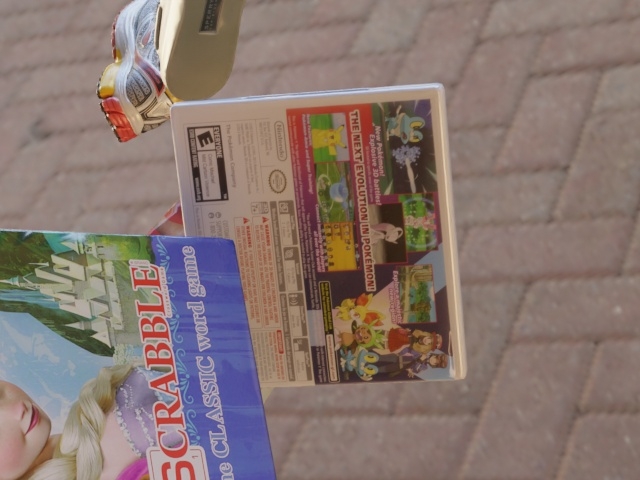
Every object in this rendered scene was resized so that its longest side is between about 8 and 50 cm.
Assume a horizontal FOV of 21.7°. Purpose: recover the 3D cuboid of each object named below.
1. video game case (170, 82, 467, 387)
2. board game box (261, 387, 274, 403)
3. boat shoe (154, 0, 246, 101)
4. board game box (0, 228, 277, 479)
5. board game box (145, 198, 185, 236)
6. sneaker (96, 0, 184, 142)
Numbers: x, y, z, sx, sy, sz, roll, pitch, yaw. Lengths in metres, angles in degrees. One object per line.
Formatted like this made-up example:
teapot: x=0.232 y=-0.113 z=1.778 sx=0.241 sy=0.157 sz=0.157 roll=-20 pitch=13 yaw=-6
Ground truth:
video game case: x=0.000 y=0.000 z=1.118 sx=0.183 sy=0.201 sz=0.023 roll=-3 pitch=13 yaw=11
board game box: x=-0.201 y=0.194 z=1.668 sx=0.224 sy=0.097 sz=0.303 roll=-1 pitch=40 yaw=34
boat shoe: x=-0.092 y=-0.227 z=1.361 sx=0.079 sy=0.227 sz=0.081 roll=3 pitch=34 yaw=-28
board game box: x=-0.174 y=0.147 z=0.950 sx=0.066 sy=0.318 sz=0.318 roll=-40 pitch=55 yaw=51
board game box: x=-0.087 y=0.036 z=1.922 sx=0.281 sy=0.027 sz=0.145 roll=29 pitch=67 yaw=35
sneaker: x=-0.165 y=-0.185 z=1.740 sx=0.093 sy=0.088 sz=0.225 roll=-15 pitch=38 yaw=14
